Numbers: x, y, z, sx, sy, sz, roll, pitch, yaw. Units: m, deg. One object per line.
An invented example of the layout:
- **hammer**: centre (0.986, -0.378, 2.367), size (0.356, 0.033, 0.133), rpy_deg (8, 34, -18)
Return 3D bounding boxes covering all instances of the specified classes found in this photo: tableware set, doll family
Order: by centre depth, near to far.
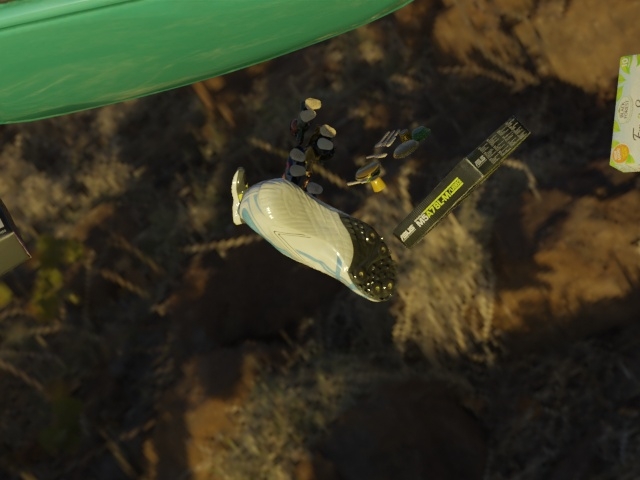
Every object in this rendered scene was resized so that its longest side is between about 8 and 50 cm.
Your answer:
- **doll family**: centre (-0.021, -0.103, 1.957), size (0.111, 0.076, 0.193), rpy_deg (140, 148, -69)
- **tableware set**: centre (0.118, -0.134, 2.285), size (0.104, 0.024, 0.154), rpy_deg (-7, 36, 44)

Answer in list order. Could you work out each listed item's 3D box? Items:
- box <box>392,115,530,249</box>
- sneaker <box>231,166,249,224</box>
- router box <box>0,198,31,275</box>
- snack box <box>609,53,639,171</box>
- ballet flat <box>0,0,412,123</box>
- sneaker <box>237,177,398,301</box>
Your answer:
- **box**: centre (0.210, -0.086, 2.060), size (0.184, 0.045, 0.190), rpy_deg (-50, -7, 38)
- **sneaker**: centre (-0.101, -0.061, 1.890), size (0.035, 0.083, 0.031), rpy_deg (3, 26, 8)
- **router box**: centre (-0.431, 0.021, 1.579), size (0.179, 0.046, 0.133), rpy_deg (-32, 37, -7)
- **snack box**: centre (0.409, -0.158, 1.685), size (0.100, 0.037, 0.141), rpy_deg (-3, 74, 44)
- **ballet flat**: centre (-0.193, -0.094, 0.582), size (0.482, 0.182, 0.164), rpy_deg (-24, -10, 15)
- **sneaker**: centre (0.000, 0.000, 1.755), size (0.086, 0.237, 0.085), rpy_deg (-15, 44, 58)
